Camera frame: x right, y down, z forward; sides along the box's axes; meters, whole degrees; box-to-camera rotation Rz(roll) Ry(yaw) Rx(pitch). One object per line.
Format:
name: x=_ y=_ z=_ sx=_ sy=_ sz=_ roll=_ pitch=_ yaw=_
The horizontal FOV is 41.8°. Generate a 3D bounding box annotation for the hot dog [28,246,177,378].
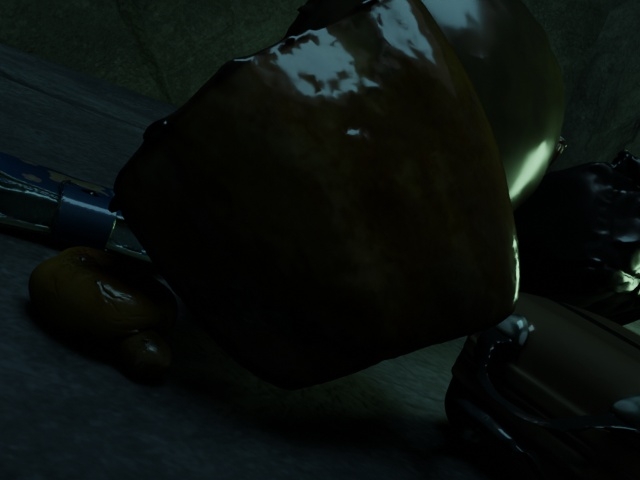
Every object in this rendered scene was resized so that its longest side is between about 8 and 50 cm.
hot dog: x=-0.156 y=0.050 z=0.622 sx=0.140 sy=0.060 sz=0.090 roll=20 pitch=11 yaw=23

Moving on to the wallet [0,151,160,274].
wallet: x=-0.243 y=-0.032 z=0.848 sx=0.202 sy=0.059 sz=0.141 roll=19 pitch=12 yaw=-26

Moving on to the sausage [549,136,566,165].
sausage: x=0.173 y=-0.086 z=1.319 sx=0.433 sy=0.088 sz=0.088 roll=-21 pitch=-14 yaw=28

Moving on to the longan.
longan: x=0.094 y=-0.154 z=1.068 sx=0.404 sy=0.404 sz=0.436 roll=30 pitch=55 yaw=35

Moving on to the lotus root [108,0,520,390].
lotus root: x=0.000 y=0.000 z=0.685 sx=0.250 sy=0.316 sz=0.316 roll=62 pitch=18 yaw=8

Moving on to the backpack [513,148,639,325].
backpack: x=0.412 y=0.024 z=1.333 sx=0.363 sy=0.255 sz=0.445 roll=-18 pitch=-26 yaw=38

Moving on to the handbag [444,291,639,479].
handbag: x=0.230 y=0.154 z=0.680 sx=0.283 sy=0.149 sz=0.302 roll=14 pitch=14 yaw=-33
